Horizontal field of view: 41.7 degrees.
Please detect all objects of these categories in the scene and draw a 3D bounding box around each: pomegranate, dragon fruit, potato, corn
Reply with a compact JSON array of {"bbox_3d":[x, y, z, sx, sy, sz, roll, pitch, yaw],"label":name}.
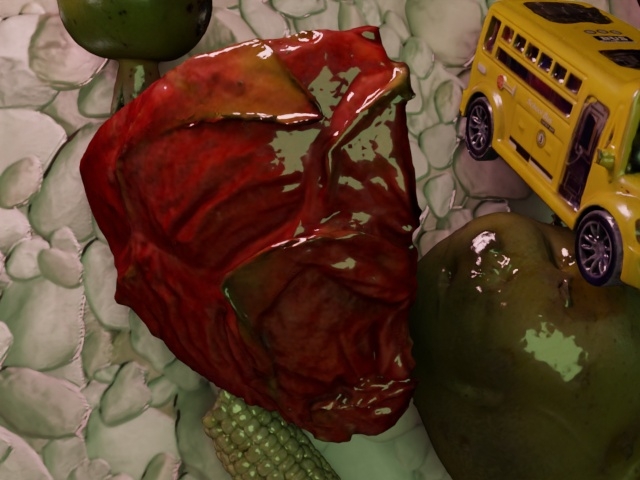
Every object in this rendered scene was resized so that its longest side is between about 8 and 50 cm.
[{"bbox_3d":[-0.146,-0.185,0.707,0.129,0.129,0.159,-27,101,-14],"label":"pomegranate"},{"bbox_3d":[0.000,0.000,0.690,0.240,0.302,0.330,-27,89,-47],"label":"dragon fruit"},{"bbox_3d":[0.201,0.143,0.739,0.218,0.202,0.351,-18,94,-12],"label":"potato"},{"bbox_3d":[-0.037,0.208,0.740,0.087,0.087,0.211,-38,93,-13],"label":"corn"}]

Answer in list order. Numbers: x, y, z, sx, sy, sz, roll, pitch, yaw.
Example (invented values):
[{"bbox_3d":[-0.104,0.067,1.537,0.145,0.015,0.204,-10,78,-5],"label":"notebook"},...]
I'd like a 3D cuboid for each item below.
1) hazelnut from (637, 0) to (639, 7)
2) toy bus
[{"bbox_3d":[0.423,-0.292,0.820,0.217,0.218,0.234,-3,86,-15],"label":"hazelnut"},{"bbox_3d":[0.240,-0.091,0.697,0.145,0.331,0.151,-2,121,-16],"label":"toy bus"}]
